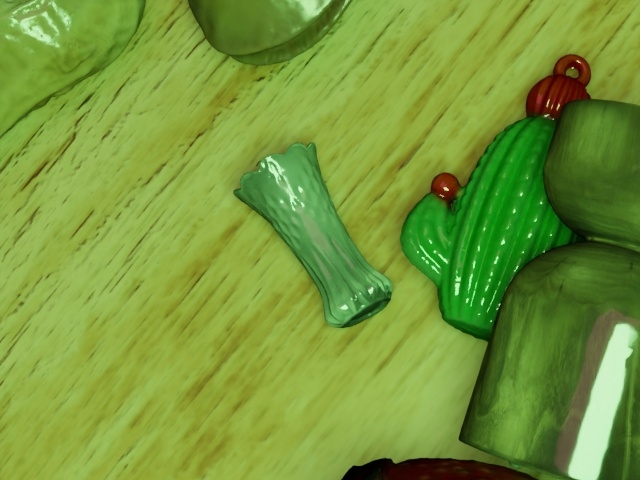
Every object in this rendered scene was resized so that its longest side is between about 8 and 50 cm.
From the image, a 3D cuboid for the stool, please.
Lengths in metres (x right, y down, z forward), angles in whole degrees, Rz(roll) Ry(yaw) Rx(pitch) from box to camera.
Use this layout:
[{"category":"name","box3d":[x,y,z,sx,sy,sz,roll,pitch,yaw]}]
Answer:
[{"category":"stool","box3d":[0.222,0.050,1.123,0.179,0.179,0.264,18,87,15]}]

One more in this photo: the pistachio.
[{"category":"pistachio","box3d":[-0.024,-0.280,1.313,0.213,0.163,0.260,-12,75,34]}]

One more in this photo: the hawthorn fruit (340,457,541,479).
[{"category":"hawthorn fruit","box3d":[0.094,0.292,1.060,0.316,0.316,0.316,-3,74,9]}]

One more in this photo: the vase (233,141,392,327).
[{"category":"vase","box3d":[0.000,0.000,1.272,0.081,0.081,0.148,-33,75,0]}]

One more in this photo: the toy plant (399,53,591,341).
[{"category":"toy plant","box3d":[0.176,-0.026,1.243,0.240,0.088,0.154,-43,83,-14]}]

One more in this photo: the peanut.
[{"category":"peanut","box3d":[-0.284,-0.159,1.342,0.290,0.130,0.130,-36,71,1]}]
